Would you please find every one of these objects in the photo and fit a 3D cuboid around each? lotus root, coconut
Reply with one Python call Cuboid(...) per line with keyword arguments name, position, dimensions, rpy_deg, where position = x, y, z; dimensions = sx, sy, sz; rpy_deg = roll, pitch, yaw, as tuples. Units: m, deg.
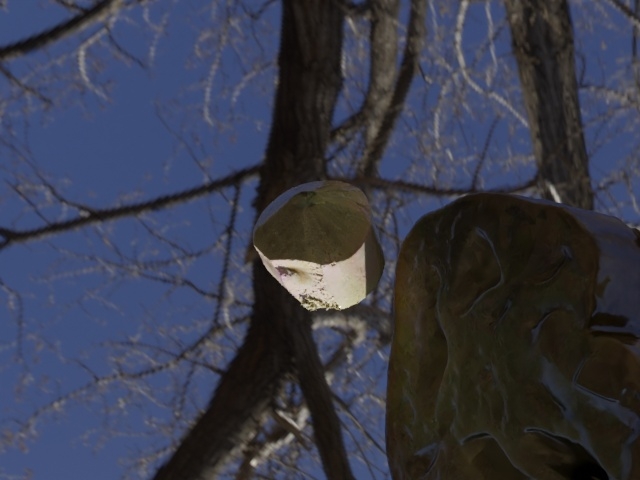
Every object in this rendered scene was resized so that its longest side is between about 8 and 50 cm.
Cuboid(name="lotus root", position=(0.191, 0.142, 1.165), dimensions=(0.375, 0.111, 0.390), rpy_deg=(-55, -130, 40))
Cuboid(name="coconut", position=(0.000, 0.000, 1.159), dimensions=(0.116, 0.122, 0.116), rpy_deg=(-11, -131, 13))
